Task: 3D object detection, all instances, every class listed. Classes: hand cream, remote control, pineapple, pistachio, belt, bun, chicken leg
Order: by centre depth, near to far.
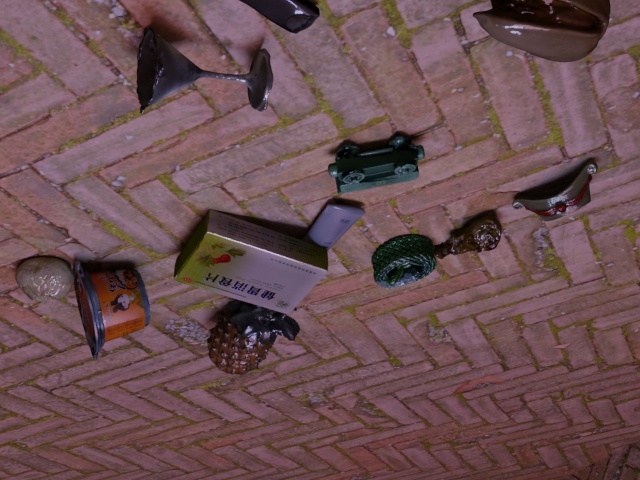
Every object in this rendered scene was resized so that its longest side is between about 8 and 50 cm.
[{"bbox_3d":[-0.090,-0.340,1.291,0.212,0.028,0.059,20,139,-40],"label":"remote control"},{"bbox_3d":[0.315,-0.325,1.338,0.206,0.131,0.129,10,102,-19],"label":"pistachio"},{"bbox_3d":[-0.551,0.083,1.894,0.115,0.069,0.115,-5,149,-3],"label":"bun"},{"bbox_3d":[0.000,0.000,1.906,0.079,0.048,0.255,5,145,-28],"label":"hand cream"},{"bbox_3d":[0.300,0.002,1.969,0.093,0.070,0.178,-17,175,-40],"label":"chicken leg"},{"bbox_3d":[0.176,0.055,2.011,0.121,0.079,0.151,19,142,-40],"label":"belt"},{"bbox_3d":[-0.136,0.183,2.112,0.170,0.141,0.310,30,133,-8],"label":"pineapple"}]

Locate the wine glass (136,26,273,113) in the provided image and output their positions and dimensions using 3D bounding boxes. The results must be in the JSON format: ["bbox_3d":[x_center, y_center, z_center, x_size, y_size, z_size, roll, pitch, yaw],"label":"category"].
[{"bbox_3d":[-0.168,-0.239,1.374,0.183,0.122,0.122,4,149,-25],"label":"wine glass"}]

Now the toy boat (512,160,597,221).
[{"bbox_3d":[0.465,-0.087,1.843,0.185,0.071,0.089,-28,-172,31],"label":"toy boat"}]

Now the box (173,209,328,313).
[{"bbox_3d":[-0.138,0.047,1.880,0.260,0.062,0.175,18,138,-22],"label":"box"}]

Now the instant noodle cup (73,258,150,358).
[{"bbox_3d":[-0.419,0.129,1.925,0.125,0.177,0.208,-13,127,-21],"label":"instant noodle cup"}]

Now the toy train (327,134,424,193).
[{"bbox_3d":[0.099,-0.131,1.675,0.172,0.070,0.099,-10,158,1],"label":"toy train"}]
